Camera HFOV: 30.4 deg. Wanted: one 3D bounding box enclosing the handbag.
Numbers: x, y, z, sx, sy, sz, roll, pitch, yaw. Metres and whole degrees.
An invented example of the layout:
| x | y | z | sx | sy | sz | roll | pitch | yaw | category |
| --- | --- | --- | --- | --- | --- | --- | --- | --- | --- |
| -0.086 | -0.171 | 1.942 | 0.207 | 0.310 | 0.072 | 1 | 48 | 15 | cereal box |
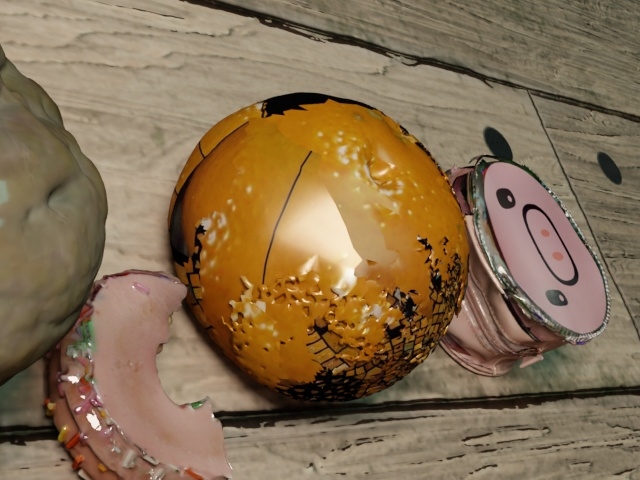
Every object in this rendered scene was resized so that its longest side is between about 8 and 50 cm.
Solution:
| x | y | z | sx | sy | sz | roll | pitch | yaw | category |
| --- | --- | --- | --- | --- | --- | --- | --- | --- | --- |
| 0.164 | 0.021 | 1.078 | 0.179 | 0.116 | 0.205 | -4 | 66 | -49 | handbag |

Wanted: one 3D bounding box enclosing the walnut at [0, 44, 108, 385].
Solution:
| x | y | z | sx | sy | sz | roll | pitch | yaw | category |
| --- | --- | --- | --- | --- | --- | --- | --- | --- | --- |
| -0.214 | -0.013 | 0.592 | 0.224 | 0.224 | 0.224 | 29 | 42 | -31 | walnut |

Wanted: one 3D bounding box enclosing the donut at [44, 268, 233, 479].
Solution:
| x | y | z | sx | sy | sz | roll | pitch | yaw | category |
| --- | --- | --- | --- | --- | --- | --- | --- | --- | --- |
| -0.123 | 0.095 | 0.733 | 0.117 | 0.065 | 0.166 | 10 | 53 | -46 | donut |

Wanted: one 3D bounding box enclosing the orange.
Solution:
| x | y | z | sx | sy | sz | roll | pitch | yaw | category |
| --- | --- | --- | --- | --- | --- | --- | --- | --- | --- |
| 0.000 | 0.000 | 0.866 | 0.234 | 0.182 | 0.234 | 17 | 55 | -25 | orange |
